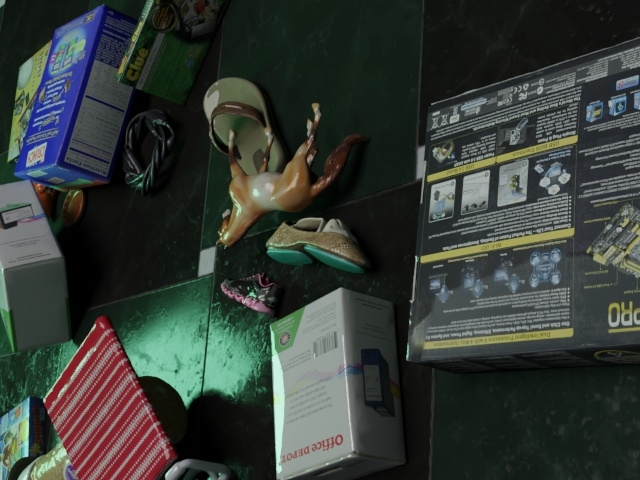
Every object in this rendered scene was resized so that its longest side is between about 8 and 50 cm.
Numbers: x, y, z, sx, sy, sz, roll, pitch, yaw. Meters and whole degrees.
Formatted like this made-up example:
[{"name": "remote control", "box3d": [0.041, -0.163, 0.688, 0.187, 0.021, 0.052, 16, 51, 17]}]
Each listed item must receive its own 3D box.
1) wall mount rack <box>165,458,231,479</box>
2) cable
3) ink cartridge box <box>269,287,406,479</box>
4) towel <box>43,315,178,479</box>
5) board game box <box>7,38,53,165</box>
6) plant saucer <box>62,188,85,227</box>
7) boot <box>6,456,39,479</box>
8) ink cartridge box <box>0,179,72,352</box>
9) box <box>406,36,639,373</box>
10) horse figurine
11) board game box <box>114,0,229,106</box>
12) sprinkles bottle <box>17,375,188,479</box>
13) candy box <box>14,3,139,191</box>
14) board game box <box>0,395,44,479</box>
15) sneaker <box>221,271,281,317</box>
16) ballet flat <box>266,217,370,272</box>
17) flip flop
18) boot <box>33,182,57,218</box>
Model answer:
[{"name": "wall mount rack", "box3d": [-0.203, 0.479, 1.526, 0.304, 0.130, 0.350, -54, 40, 24]}, {"name": "cable", "box3d": [-0.312, -0.161, 1.999, 0.184, 0.047, 0.151, 32, 109, 56]}, {"name": "ink cartridge box", "box3d": [0.018, 0.189, 1.391, 0.154, 0.093, 0.212, -30, 52, 43]}, {"name": "towel", "box3d": [-0.313, 0.270, 1.638, 0.199, 0.031, 0.275, -53, 53, 25]}, {"name": "board game box", "box3d": [-0.621, -0.300, 2.443, 0.165, 0.042, 0.243, -22, 59, 46]}, {"name": "plant saucer", "box3d": [-0.487, -0.066, 2.203, 0.083, 0.013, 0.083, -25, 57, 46]}, {"name": "boot", "box3d": [-0.513, 0.531, 1.930, 0.115, 0.112, 0.305, -46, 45, 46]}, {"name": "ink cartridge box", "box3d": [-0.565, 0.044, 2.109, 0.278, 0.117, 0.201, -126, 32, -47]}, {"name": "box", "box3d": [0.265, -0.030, 1.161, 0.395, 0.097, 0.318, -13, 64, 49]}, {"name": "horse figurine", "box3d": [-0.057, -0.093, 1.579, 0.263, 0.066, 0.174, -10, 66, 38]}, {"name": "board game box", "box3d": [-0.244, -0.372, 1.913, 0.030, 0.136, 0.260, 38, 106, 50]}, {"name": "sprinkles bottle", "box3d": [-0.356, 0.345, 1.782, 0.355, 0.121, 0.121, -40, 48, 36]}, {"name": "candy box", "box3d": [-0.458, -0.263, 2.130, 0.268, 0.122, 0.317, -1, 72, 58]}, {"name": "board game box", "box3d": [-0.568, 0.412, 2.097, 0.136, 0.035, 0.201, -34, 51, 40]}, {"name": "sneaker", "box3d": [-0.098, 0.070, 1.631, 0.119, 0.047, 0.057, 23, 88, 46]}, {"name": "ballet flat", "box3d": [0.000, 0.000, 1.512, 0.206, 0.073, 0.067, 8, 68, 49]}, {"name": "flip flop", "box3d": [-0.128, -0.167, 1.727, 0.112, 0.080, 0.277, -51, 42, 26]}, {"name": "boot", "box3d": [-0.565, -0.111, 2.287, 0.084, 0.059, 0.158, -29, 53, 36]}]
